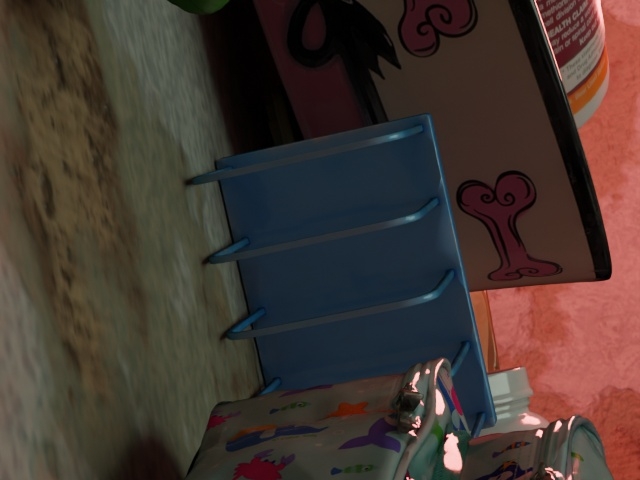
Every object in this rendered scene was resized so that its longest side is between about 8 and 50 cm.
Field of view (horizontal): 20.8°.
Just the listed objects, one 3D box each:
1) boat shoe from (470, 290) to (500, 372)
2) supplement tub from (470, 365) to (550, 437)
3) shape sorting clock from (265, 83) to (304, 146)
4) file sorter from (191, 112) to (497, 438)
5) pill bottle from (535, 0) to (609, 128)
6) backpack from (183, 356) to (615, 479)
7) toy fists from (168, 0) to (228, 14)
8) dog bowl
[{"bbox_3d":[0.131,0.170,1.654,0.105,0.089,0.285,76,9,-56],"label":"boat shoe"},{"bbox_3d":[0.091,0.189,1.105,0.144,0.144,0.200,17,61,-81],"label":"supplement tub"},{"bbox_3d":[0.000,0.000,1.117,0.206,0.040,0.206,-21,90,-85],"label":"shape sorting clock"},{"bbox_3d":[0.011,0.033,0.890,0.104,0.118,0.170,-33,111,-77],"label":"file sorter"},{"bbox_3d":[0.107,-0.276,1.434,0.224,0.224,0.392,-92,169,-52],"label":"pill bottle"},{"bbox_3d":[0.030,0.161,0.627,0.253,0.191,0.225,-91,166,-76],"label":"backpack"},{"bbox_3d":[-0.035,-0.219,0.675,0.142,0.096,0.279,39,49,-40],"label":"toy fists"},{"bbox_3d":[0.050,-0.142,1.128,0.408,0.150,0.408,-19,90,-85],"label":"dog bowl"}]
